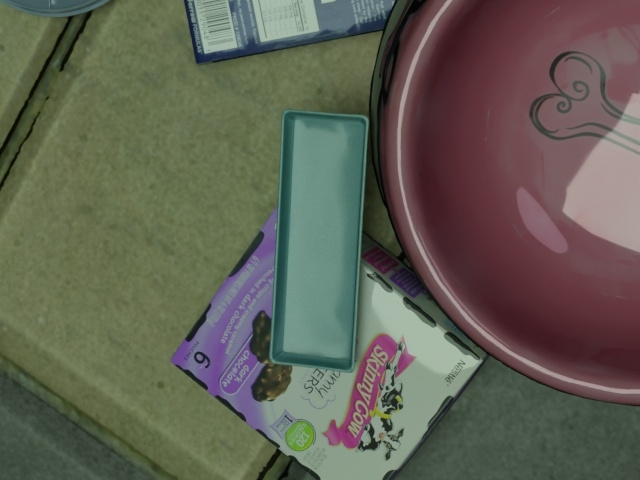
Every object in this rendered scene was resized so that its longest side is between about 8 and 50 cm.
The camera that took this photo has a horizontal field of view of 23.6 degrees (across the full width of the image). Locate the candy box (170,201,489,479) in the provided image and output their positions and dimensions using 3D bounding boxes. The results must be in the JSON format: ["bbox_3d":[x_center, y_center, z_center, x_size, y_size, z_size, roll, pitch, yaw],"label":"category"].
[{"bbox_3d":[0.011,0.085,1.190,0.196,0.070,0.165,38,108,8],"label":"candy box"}]

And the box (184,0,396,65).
[{"bbox_3d":[0.001,-0.218,1.153,0.225,0.036,0.136,-8,98,18],"label":"box"}]

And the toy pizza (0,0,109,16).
[{"bbox_3d":[-0.212,-0.279,1.212,0.201,0.032,0.201,4,103,17],"label":"toy pizza"}]

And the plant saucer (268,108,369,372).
[{"bbox_3d":[0.000,0.000,1.133,0.067,0.018,0.192,6,100,16],"label":"plant saucer"}]

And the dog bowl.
[{"bbox_3d":[0.222,-0.070,1.035,0.408,0.150,0.408,3,104,12],"label":"dog bowl"}]
